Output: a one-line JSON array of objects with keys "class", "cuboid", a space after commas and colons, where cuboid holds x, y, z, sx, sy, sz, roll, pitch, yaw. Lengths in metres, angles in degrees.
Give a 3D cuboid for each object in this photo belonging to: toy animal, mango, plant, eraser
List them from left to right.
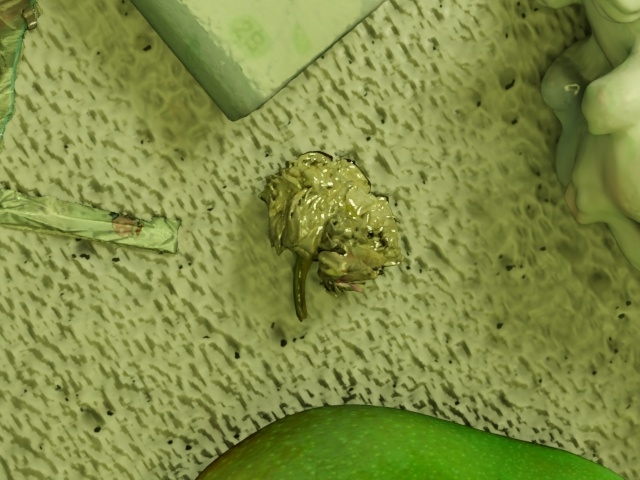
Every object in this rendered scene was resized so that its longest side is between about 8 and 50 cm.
[{"class": "eraser", "cuboid": [-0.070, -0.227, 1.304, 0.174, 0.081, 0.227, -40, 104, 1]}, {"class": "plant", "cuboid": [0.000, 0.000, 1.379, 0.116, 0.104, 0.122, 49, 125, 19]}, {"class": "mango", "cuboid": [0.064, 0.233, 1.363, 0.381, 0.201, 0.225, -4, 93, -10]}, {"class": "toy animal", "cuboid": [0.296, -0.083, 1.331, 0.241, 0.196, 0.368, -9, 101, -7]}]

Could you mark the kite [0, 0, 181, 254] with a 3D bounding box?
[{"class": "kite", "cuboid": [-0.284, -0.036, 1.350, 0.368, 0.014, 0.406, 10, 101, -10]}]
